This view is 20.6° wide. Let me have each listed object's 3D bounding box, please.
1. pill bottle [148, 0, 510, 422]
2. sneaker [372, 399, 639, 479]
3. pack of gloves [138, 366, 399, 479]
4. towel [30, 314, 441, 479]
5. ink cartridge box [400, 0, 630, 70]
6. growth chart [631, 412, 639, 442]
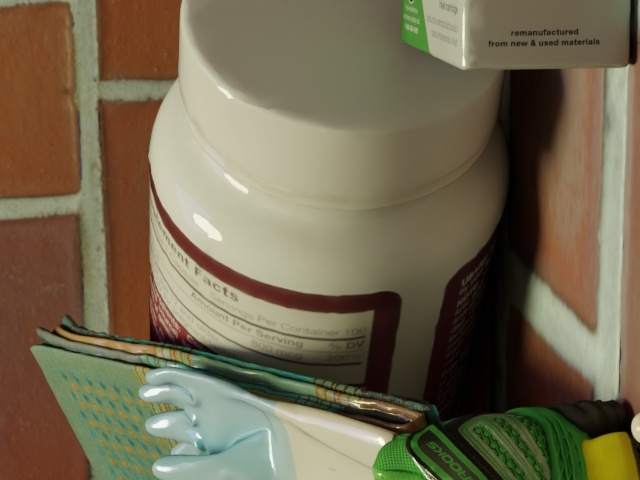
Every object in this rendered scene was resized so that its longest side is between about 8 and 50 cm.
[{"bbox_3d":[0.000,0.000,1.135,0.392,0.224,0.224,97,168,-48],"label":"pill bottle"},{"bbox_3d":[0.095,0.240,0.819,0.134,0.146,0.343,99,165,-55],"label":"sneaker"},{"bbox_3d":[-0.024,0.174,1.011,0.232,0.046,0.195,12,128,47],"label":"pack of gloves"},{"bbox_3d":[-0.020,0.183,1.093,0.370,0.040,0.271,7,126,49],"label":"towel"},{"bbox_3d":[0.095,-0.197,0.884,0.153,0.087,0.208,-128,37,-75],"label":"ink cartridge box"},{"bbox_3d":[0.170,0.097,0.696,0.237,0.021,0.172,99,165,-57],"label":"growth chart"}]
